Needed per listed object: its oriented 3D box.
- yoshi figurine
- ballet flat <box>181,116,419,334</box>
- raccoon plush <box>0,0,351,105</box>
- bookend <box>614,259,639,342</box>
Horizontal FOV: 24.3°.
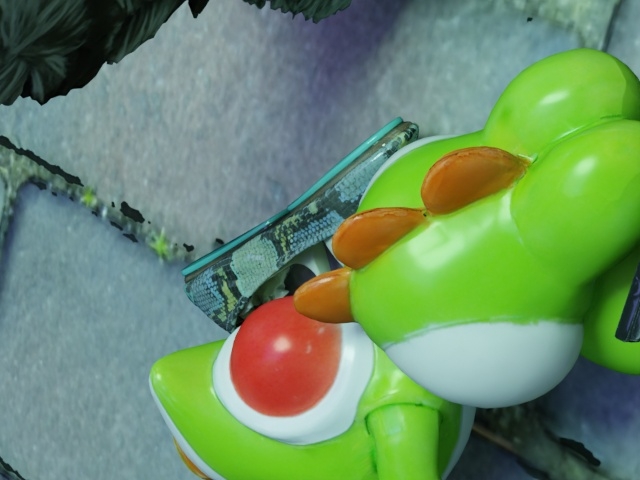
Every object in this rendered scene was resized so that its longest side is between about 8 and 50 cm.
[{"bbox_3d":[0.072,0.057,0.688,0.203,0.203,0.362,46,135,5],"label":"yoshi figurine"},{"bbox_3d":[0.000,0.000,0.825,0.188,0.070,0.070,-34,66,41],"label":"ballet flat"},{"bbox_3d":[-0.107,-0.259,0.693,0.299,0.446,0.216,43,132,21],"label":"raccoon plush"},{"bbox_3d":[0.221,0.030,0.535,0.157,0.156,0.072,27,108,40],"label":"bookend"}]
